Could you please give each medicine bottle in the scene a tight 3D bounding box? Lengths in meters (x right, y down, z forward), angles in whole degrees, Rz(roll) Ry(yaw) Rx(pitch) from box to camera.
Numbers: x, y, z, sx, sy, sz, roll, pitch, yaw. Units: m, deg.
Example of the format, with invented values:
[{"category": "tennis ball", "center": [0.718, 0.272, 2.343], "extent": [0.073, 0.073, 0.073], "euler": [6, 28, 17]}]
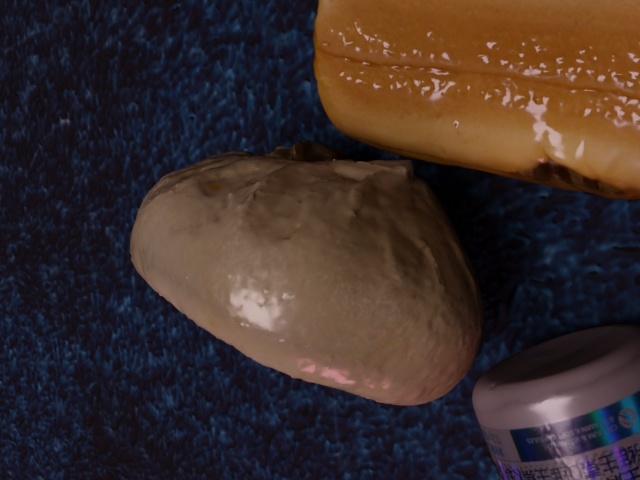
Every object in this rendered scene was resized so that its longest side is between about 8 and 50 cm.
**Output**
[{"category": "medicine bottle", "center": [0.161, 0.149, 0.480], "extent": [0.107, 0.107, 0.192], "euler": [-20, 91, 42]}]

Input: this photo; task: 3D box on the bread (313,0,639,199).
[{"category": "bread", "center": [0.134, -0.091, 0.430], "extent": [0.305, 0.091, 0.142], "euler": [18, 118, 35]}]

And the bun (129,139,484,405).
[{"category": "bun", "center": [0.000, 0.000, 0.518], "extent": [0.222, 0.222, 0.128], "euler": [31, 97, 29]}]
